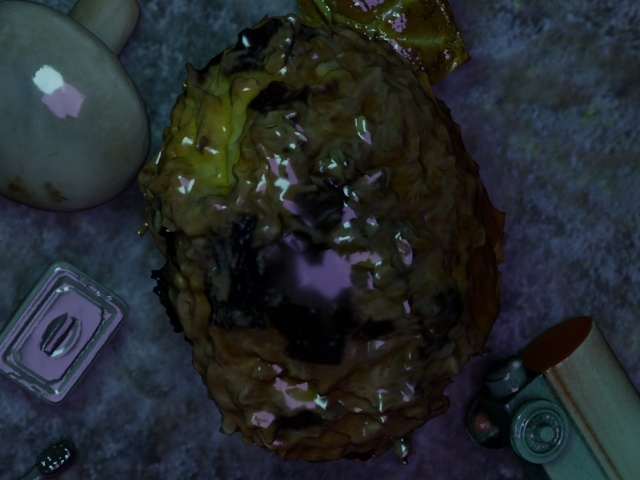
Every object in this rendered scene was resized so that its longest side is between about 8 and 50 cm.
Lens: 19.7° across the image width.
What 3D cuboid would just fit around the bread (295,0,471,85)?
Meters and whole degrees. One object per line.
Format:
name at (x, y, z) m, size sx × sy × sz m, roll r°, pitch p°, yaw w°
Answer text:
bread at (0.054, -0.219, 1.731) m, size 0.132 × 0.103 × 0.172 m, roll -29°, pitch 103°, yaw -14°

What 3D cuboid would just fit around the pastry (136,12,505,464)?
pastry at (0.004, 0.017, 1.617) m, size 0.292 × 0.337 × 0.405 m, roll -14°, pitch 142°, yaw 18°

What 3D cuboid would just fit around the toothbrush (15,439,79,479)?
toothbrush at (-0.357, 0.285, 1.765) m, size 0.297 × 0.030 × 0.030 m, roll -36°, pitch 81°, yaw -4°

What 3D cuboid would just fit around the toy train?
toy train at (0.276, 0.215, 1.881) m, size 0.177 × 0.116 × 0.285 m, roll -39°, pitch 107°, yaw -18°

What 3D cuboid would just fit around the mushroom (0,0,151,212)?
mushroom at (-0.231, -0.140, 1.646) m, size 0.207 × 0.207 × 0.215 m, roll 43°, pitch 55°, yaw -18°

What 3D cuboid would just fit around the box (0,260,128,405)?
box at (-0.249, 0.083, 1.734) m, size 0.089 × 0.062 × 0.122 m, roll 36°, pitch 89°, yaw -18°
